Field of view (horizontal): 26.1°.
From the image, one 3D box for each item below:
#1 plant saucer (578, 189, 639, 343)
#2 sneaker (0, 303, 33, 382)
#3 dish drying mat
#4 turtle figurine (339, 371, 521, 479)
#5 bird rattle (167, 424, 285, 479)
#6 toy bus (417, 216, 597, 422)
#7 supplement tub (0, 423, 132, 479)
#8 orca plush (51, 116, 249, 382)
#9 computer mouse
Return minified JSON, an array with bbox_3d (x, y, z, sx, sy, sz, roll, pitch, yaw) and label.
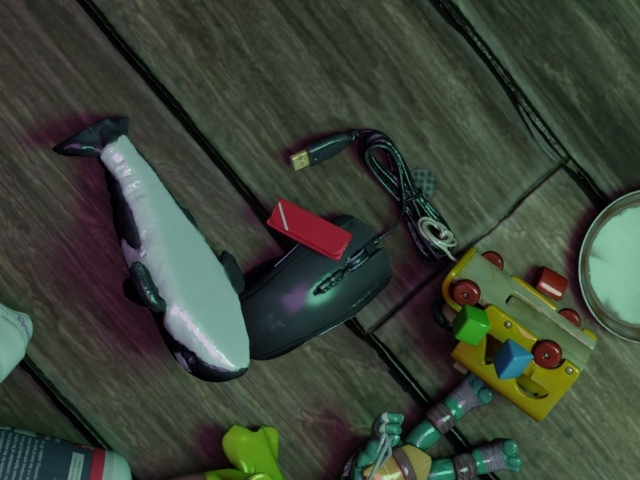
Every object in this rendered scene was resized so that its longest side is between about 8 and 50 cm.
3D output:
[{"bbox_3d":[0.354,0.027,1.490,0.168,0.029,0.168,-1,95,-9],"label":"plant saucer"},{"bbox_3d":[-0.423,0.067,1.333,0.305,0.152,0.114,24,120,9],"label":"sneaker"},{"bbox_3d":[-0.011,-0.011,1.387,0.083,0.008,0.032,27,81,8],"label":"dish drying mat"},{"bbox_3d":[0.086,0.239,1.418,0.234,0.118,0.175,-28,114,-22],"label":"turtle figurine"},{"bbox_3d":[-0.093,0.319,1.415,0.206,0.143,0.254,-5,108,2],"label":"bird rattle"},{"bbox_3d":[0.178,0.093,1.411,0.191,0.202,0.104,14,124,-31],"label":"toy bus"},{"bbox_3d":[-0.330,0.266,1.311,0.272,0.191,0.191,16,92,-11],"label":"supplement tub"},{"bbox_3d":[-0.178,0.025,1.366,0.102,0.151,0.287,-35,94,31],"label":"orca plush"},{"bbox_3d":[0.000,0.000,1.412,0.262,0.060,0.184,-28,99,-7],"label":"computer mouse"}]
